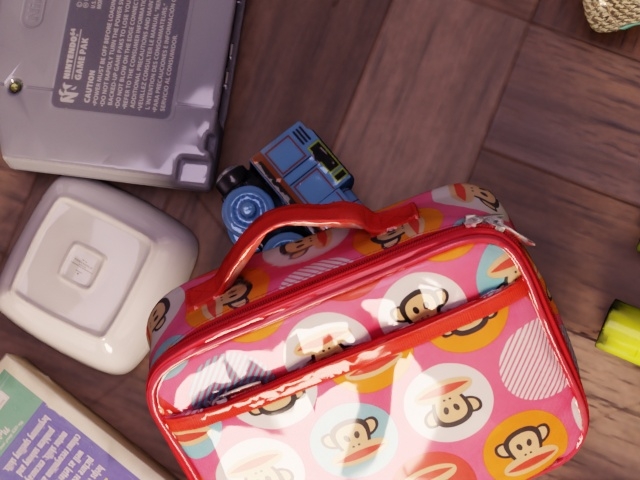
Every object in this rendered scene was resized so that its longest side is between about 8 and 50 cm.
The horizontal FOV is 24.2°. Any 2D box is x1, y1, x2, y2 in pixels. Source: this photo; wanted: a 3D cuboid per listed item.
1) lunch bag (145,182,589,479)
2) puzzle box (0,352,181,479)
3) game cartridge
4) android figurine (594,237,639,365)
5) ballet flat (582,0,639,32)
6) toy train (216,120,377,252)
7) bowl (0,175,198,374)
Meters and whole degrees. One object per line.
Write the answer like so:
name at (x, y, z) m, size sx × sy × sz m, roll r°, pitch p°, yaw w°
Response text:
lunch bag at (0.027, 0.084, 1.076) m, size 0.293 × 0.120 × 0.258 m, roll -23°, pitch 117°, yaw 5°
puzzle box at (-0.258, 0.329, 1.166) m, size 0.272 × 0.052 × 0.409 m, roll 37°, pitch 87°, yaw 9°
game cartridge at (-0.160, -0.192, 1.214) m, size 0.196 × 0.060 × 0.294 m, roll 8°, pitch 79°, yaw 3°
android figurine at (0.357, 0.077, 1.132) m, size 0.273 × 0.056 × 0.248 m, roll 21°, pitch 84°, yaw 10°
ballet flat at (0.145, -0.378, 1.177) m, size 0.182 × 0.164 × 0.483 m, roll -32°, pitch 81°, yaw 24°
toy train at (0.000, 0.000, 1.170) m, size 0.105 × 0.080 × 0.184 m, roll -39°, pitch 80°, yaw -6°
bowl at (-0.184, 0.024, 1.198) m, size 0.142 × 0.053 × 0.142 m, roll 28°, pitch 87°, yaw 7°
